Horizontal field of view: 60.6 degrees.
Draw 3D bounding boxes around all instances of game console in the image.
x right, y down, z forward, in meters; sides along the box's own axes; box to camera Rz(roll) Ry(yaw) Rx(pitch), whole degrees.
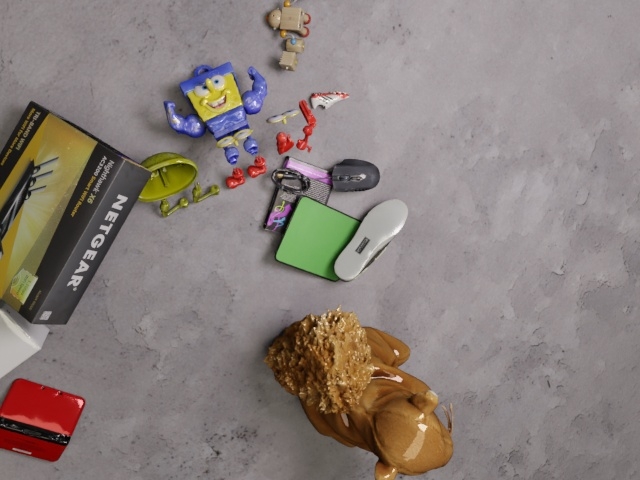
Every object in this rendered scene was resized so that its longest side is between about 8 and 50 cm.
[{"bbox_3d":[-0.569,0.362,1.097,0.143,0.085,0.124,26,123,-20],"label":"game console"}]

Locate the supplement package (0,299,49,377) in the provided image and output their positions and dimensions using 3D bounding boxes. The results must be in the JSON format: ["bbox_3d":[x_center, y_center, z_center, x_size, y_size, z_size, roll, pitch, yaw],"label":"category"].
[{"bbox_3d":[-0.613,0.199,1.002,0.179,0.105,0.105,-37,109,-7],"label":"supplement package"}]

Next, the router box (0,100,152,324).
[{"bbox_3d":[-0.469,-0.048,0.942,0.242,0.081,0.309,30,91,19],"label":"router box"}]

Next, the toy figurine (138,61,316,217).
[{"bbox_3d":[-0.211,-0.229,1.059,0.362,0.191,0.217,-25,76,-2],"label":"toy figurine"}]

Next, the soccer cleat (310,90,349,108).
[{"bbox_3d":[0.020,-0.295,1.152,0.083,0.029,0.036,-7,112,-13],"label":"soccer cleat"}]

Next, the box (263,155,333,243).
[{"bbox_3d":[-0.044,-0.085,1.171,0.115,0.029,0.162,18,93,-22],"label":"box"}]

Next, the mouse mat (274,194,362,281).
[{"bbox_3d":[0.000,0.000,1.189,0.189,0.007,0.153,23,93,-35],"label":"mouse mat"}]

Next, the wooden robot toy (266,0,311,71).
[{"bbox_3d":[-0.069,-0.427,1.090,0.078,0.076,0.174,11,99,16],"label":"wooden robot toy"}]

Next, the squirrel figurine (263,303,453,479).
[{"bbox_3d":[0.076,0.316,1.106,0.397,0.370,0.281,39,88,-21],"label":"squirrel figurine"}]

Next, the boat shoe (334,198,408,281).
[{"bbox_3d":[0.110,0.001,1.217,0.077,0.070,0.219,41,86,14],"label":"boat shoe"}]

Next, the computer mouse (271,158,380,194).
[{"bbox_3d":[0.017,-0.131,1.146,0.241,0.041,0.071,-6,103,-18],"label":"computer mouse"}]
